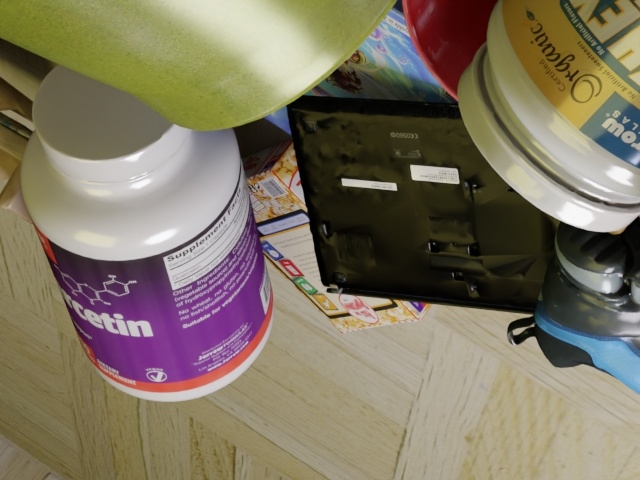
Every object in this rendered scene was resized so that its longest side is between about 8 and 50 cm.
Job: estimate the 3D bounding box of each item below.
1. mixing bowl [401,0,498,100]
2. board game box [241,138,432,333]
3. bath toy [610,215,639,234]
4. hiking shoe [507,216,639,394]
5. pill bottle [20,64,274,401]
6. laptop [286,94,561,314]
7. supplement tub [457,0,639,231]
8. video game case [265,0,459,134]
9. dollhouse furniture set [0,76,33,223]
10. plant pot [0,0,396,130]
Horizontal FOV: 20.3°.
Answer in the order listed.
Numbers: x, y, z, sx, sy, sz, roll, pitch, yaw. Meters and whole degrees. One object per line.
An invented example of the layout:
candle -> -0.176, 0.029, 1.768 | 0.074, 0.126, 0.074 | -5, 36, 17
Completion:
mixing bowl -> 0.145, -0.159, 1.031 | 0.181, 0.098, 0.181 | 8, 127, 10
board game box -> 0.000, 0.000, 1.614 | 0.193, 0.045, 0.147 | 46, 155, -16
bath toy -> 0.312, -0.031, 1.040 | 0.348, 0.151, 0.129 | 15, 126, 32
hiking shoe -> 0.289, 0.070, 1.204 | 0.304, 0.113, 0.132 | 24, 135, 5
pill bottle -> -0.147, -0.014, 1.519 | 0.181, 0.181, 0.323 | 26, 151, 25
laptop -> 0.124, -0.017, 1.341 | 0.234, 0.136, 0.264 | 5, 125, 25
supplement tub -> 0.175, -0.113, 0.903 | 0.144, 0.144, 0.199 | 38, 126, -2
video game case -> 0.009, -0.148, 1.320 | 0.269, 0.061, 0.244 | 33, 157, 9
dollhouse furniture set -> -0.342, -0.215, 1.580 | 0.362, 0.256, 0.394 | 30, 176, 18
plant pot -> -0.123, -0.254, 1.021 | 0.353, 0.366, 0.366 | 39, 159, -34
